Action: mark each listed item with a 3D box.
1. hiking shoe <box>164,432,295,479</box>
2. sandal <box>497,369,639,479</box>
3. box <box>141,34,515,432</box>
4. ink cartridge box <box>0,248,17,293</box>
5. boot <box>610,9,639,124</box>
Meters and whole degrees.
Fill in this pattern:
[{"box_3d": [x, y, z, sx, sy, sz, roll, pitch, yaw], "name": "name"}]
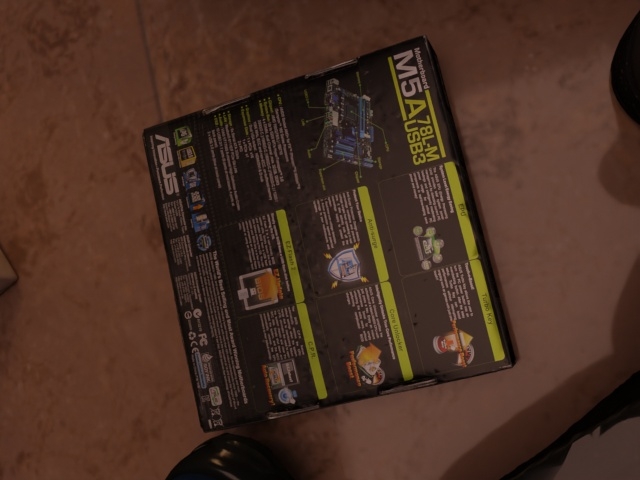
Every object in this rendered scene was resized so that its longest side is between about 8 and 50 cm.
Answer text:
[{"box_3d": [-0.091, 0.253, 0.417, 0.113, 0.132, 0.304, 21, 95, 16], "name": "hiking shoe"}, {"box_3d": [0.194, 0.010, 0.341, 0.446, 0.167, 0.107, -38, 70, 11], "name": "sandal"}, {"box_3d": [0.000, 0.000, 0.462, 0.184, 0.045, 0.190, -16, 81, 13], "name": "box"}, {"box_3d": [-0.355, -0.019, 0.503, 0.168, 0.171, 0.232, -38, 76, 11], "name": "ink cartridge box"}, {"box_3d": [0.248, -0.188, 0.307, 0.118, 0.223, 0.338, 32, 95, 14], "name": "boot"}]
